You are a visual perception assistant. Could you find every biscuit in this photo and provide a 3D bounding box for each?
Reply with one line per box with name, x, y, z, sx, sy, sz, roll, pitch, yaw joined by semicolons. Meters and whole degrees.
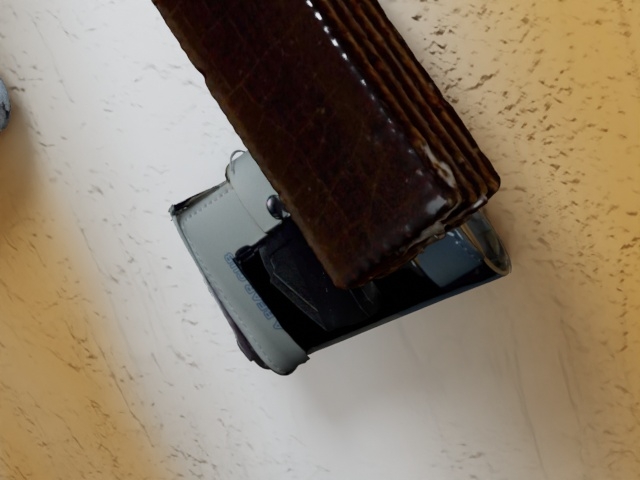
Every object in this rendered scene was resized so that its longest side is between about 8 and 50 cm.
biscuit;-0.004;-0.097;0.750;0.106;0.070;0.252;-42;76;36

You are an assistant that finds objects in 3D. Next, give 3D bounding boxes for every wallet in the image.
wallet;0.000;0.000;0.861;0.231;0.069;0.170;-27;102;36

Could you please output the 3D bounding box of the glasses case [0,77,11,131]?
glasses case;-0.353;-0.080;1.037;0.282;0.067;0.109;-34;96;41
